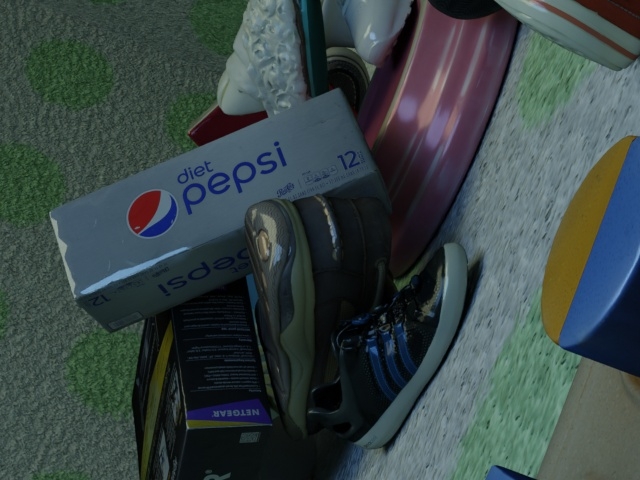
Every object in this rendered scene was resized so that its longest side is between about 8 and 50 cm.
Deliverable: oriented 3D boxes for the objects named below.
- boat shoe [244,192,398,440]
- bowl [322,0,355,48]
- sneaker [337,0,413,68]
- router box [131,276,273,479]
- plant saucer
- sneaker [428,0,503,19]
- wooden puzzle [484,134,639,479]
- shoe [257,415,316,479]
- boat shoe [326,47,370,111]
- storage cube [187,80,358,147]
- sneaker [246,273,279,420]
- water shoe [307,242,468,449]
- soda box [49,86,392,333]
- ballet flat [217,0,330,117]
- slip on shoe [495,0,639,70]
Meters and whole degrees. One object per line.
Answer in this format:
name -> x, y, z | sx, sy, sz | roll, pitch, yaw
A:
boat shoe -> 0.013, 0.078, 1.165 | 0.355, 0.130, 0.132 | 89, 167, -62
bowl -> 0.099, -0.373, 1.707 | 0.298, 0.134, 0.298 | 17, -90, -89
sneaker -> 0.045, -0.271, 1.354 | 0.235, 0.095, 0.090 | -87, 23, -43
router box -> -0.127, 0.169, 1.299 | 0.309, 0.081, 0.243 | 107, 157, -47
plant saucer -> 0.095, -0.129, 1.309 | 0.332, 0.084, 0.332 | -159, 90, -84
sneaker -> 0.188, -0.327, 1.171 | 0.281, 0.106, 0.162 | -56, 5, 14
wooden puzzle -> 0.124, 0.084, 0.460 | 0.348, 0.080, 0.322 | -167, 98, -83
shoe -> -0.052, 0.268, 1.342 | 0.081, 0.063, 0.178 | 123, 161, -45
boat shoe -> -0.004, -0.103, 1.911 | 0.158, 0.127, 0.340 | -92, 15, -61
storage cube -> -0.047, -0.140, 1.740 | 0.183, 0.193, 0.215 | -43, 10, 4
sneaker -> -0.087, 0.164, 1.518 | 0.208, 0.127, 0.319 | -100, 6, -70
water shoe -> 0.050, 0.083, 1.032 | 0.073, 0.080, 0.203 | -84, 16, -61
soda box -> -0.087, -0.025, 1.163 | 0.091, 0.286, 0.098 | 61, -173, -62
ballet flat -> -0.041, -0.123, 1.423 | 0.147, 0.147, 0.409 | -78, -20, -52
slip on shoe -> 0.174, -0.217, 0.850 | 0.101, 0.123, 0.331 | -59, 7, 37
